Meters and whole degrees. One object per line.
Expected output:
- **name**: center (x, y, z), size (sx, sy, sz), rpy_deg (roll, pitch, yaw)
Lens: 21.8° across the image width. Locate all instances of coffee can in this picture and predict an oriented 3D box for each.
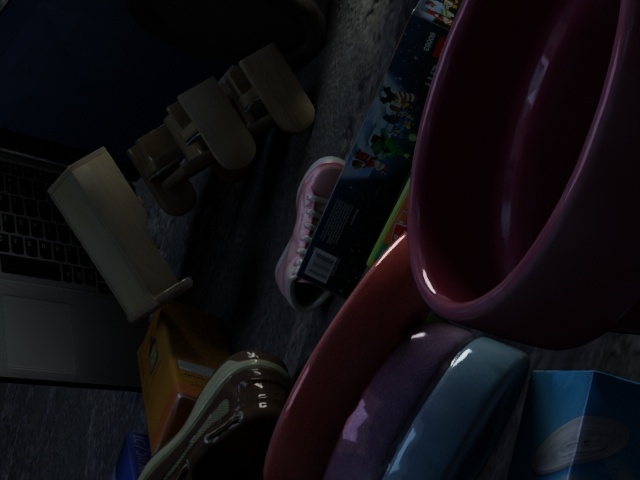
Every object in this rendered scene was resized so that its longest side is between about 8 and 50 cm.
- **coffee can**: center (-0.069, -0.343, 1.696), size (0.201, 0.201, 0.275), rpy_deg (147, 138, -65)

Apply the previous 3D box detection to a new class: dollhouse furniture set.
- **dollhouse furniture set**: center (-0.123, -0.052, 1.677), size (0.242, 0.161, 0.212), rpy_deg (-33, 1, -25)

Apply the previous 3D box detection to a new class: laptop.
- **laptop**: center (-0.224, -0.064, 1.776), size (0.236, 0.382, 0.408), rpy_deg (-14, 76, 28)

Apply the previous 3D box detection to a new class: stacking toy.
- **stacking toy**: center (0.071, 0.129, 0.954), size (0.279, 0.130, 0.309), rpy_deg (-48, -20, -44)

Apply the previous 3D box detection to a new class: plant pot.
- **plant pot**: center (0.158, -0.039, 0.712), size (0.201, 0.180, 0.201), rpy_deg (-163, 90, -73)

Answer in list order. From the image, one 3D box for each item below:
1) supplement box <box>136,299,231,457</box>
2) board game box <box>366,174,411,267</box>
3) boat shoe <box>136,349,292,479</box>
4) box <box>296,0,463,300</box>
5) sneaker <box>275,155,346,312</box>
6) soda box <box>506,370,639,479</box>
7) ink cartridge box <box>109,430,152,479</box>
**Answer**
- **supplement box**: center (-0.130, 0.141, 1.641), size (0.233, 0.080, 0.078), rpy_deg (-117, 48, -65)
- **board game box**: center (0.094, -0.079, 1.084), size (0.124, 0.039, 0.259), rpy_deg (-64, 0, 29)
- **boat shoe**: center (-0.102, 0.218, 1.451), size (0.257, 0.095, 0.095), rpy_deg (-64, 25, 27)
- **box**: center (0.062, -0.091, 1.159), size (0.233, 0.044, 0.159), rpy_deg (-66, -4, 38)
- **sneaker**: center (0.000, 0.000, 1.408), size (0.070, 0.051, 0.134), rpy_deg (-110, 37, -61)
- **soda box**: center (0.123, 0.172, 0.815), size (0.071, 0.067, 0.210), rpy_deg (166, 118, -71)
- **ink cartridge box**: center (-0.199, 0.332, 1.710), size (0.186, 0.065, 0.311), rpy_deg (-118, 49, -67)
